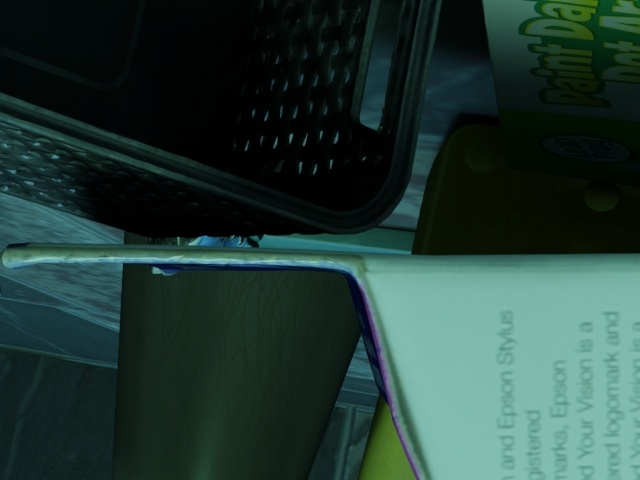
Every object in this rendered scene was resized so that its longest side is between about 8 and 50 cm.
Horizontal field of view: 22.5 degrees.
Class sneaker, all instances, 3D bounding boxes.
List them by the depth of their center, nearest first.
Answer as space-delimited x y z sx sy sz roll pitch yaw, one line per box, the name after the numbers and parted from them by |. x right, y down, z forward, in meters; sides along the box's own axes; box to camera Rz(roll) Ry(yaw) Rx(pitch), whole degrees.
-0.069 -0.016 0.985 0.073 0.063 0.162 -5 177 -9 | sneaker

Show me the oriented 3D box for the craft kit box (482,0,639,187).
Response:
0.172 -0.055 0.451 0.247 0.061 0.250 12 171 11 | craft kit box

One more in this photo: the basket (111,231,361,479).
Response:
-0.070 0.116 1.201 0.204 0.227 0.154 13 170 -15 | basket

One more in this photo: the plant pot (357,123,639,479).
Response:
0.124 0.058 0.756 0.212 0.212 0.187 9 158 13 | plant pot

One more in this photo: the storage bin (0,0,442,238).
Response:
-0.063 -0.077 0.376 0.180 0.122 0.084 19 168 -37 | storage bin

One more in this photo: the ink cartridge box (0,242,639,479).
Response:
0.100 0.035 0.475 0.330 0.071 0.324 -1 179 1 | ink cartridge box

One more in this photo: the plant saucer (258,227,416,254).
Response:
0.000 0.000 1.071 0.192 0.018 0.067 6 169 25 | plant saucer
